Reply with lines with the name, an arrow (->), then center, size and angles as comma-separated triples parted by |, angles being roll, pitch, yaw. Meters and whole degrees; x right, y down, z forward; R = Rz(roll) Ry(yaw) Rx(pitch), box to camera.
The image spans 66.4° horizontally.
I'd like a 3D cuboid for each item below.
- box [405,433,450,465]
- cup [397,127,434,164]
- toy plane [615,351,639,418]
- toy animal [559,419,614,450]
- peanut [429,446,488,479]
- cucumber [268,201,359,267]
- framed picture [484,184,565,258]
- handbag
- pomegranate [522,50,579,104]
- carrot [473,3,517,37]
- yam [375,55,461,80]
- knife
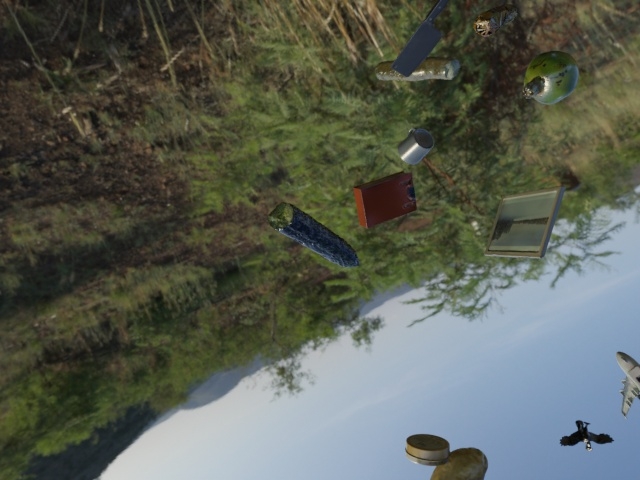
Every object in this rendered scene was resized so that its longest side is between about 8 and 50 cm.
box -> 0.252, 0.491, 1.150 | 0.105, 0.037, 0.105 | 1, 180, 0
cup -> 0.269, -0.277, 1.379 | 0.078, 0.100, 0.077 | 5, 156, -24
toy plane -> 1.083, 0.474, 1.629 | 0.251, 0.255, 0.101 | -43, 139, 18
toy animal -> 1.020, 0.752, 1.884 | 0.220, 0.108, 0.062 | -5, 166, -5
peanut -> 0.321, 0.611, 1.163 | 0.137, 0.122, 0.253 | -17, -146, 47
cucumber -> -0.001, -0.001, 1.166 | 0.072, 0.072, 0.300 | -30, 140, 26
framed picture -> 0.608, -0.050, 1.482 | 0.016, 0.213, 0.289 | 20, 176, -11
handbag -> 0.200, -0.127, 1.486 | 0.190, 0.127, 0.063 | -20, -159, -19
pomegranate -> 0.775, -0.546, 1.674 | 0.209, 0.180, 0.180 | -37, 177, -20
carrot -> 0.502, -0.633, 1.397 | 0.228, 0.069, 0.069 | -40, -176, -42
yam -> 0.305, -0.551, 1.574 | 0.067, 0.071, 0.317 | -44, -142, -21
knife -> 0.286, -0.550, 1.310 | 0.245, 0.072, 0.019 | -51, -158, 38
